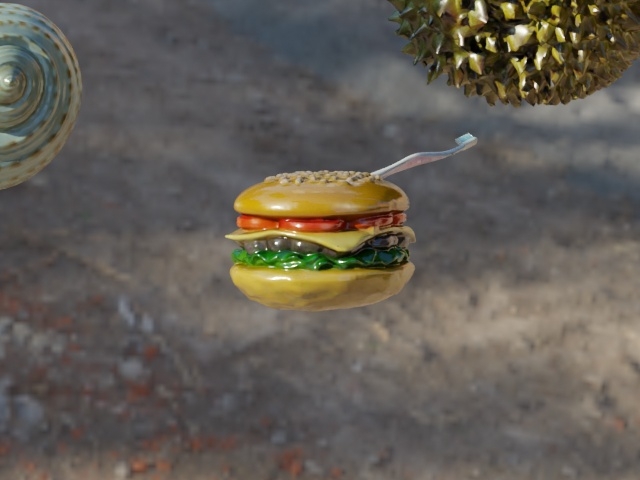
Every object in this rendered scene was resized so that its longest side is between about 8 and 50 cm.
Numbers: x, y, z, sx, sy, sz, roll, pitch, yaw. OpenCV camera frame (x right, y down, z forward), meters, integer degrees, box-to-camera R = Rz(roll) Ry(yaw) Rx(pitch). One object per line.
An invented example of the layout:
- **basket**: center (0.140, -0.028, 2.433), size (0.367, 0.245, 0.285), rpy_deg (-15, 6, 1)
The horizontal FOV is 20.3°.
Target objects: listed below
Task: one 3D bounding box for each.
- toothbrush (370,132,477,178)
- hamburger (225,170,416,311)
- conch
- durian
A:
- **toothbrush**: center (0.110, -0.092, 2.143), size (0.204, 0.017, 0.022), rpy_deg (-23, 49, -31)
- **hamburger**: center (0.000, 0.000, 1.483), size (0.162, 0.115, 0.162), rpy_deg (-2, 5, 0)
- **conch**: center (-0.275, -0.114, 1.541), size (0.131, 0.172, 0.200), rpy_deg (22, -6, 2)
- **durian**: center (0.189, -0.247, 1.557), size (0.258, 0.293, 0.258), rpy_deg (21, 37, -17)
